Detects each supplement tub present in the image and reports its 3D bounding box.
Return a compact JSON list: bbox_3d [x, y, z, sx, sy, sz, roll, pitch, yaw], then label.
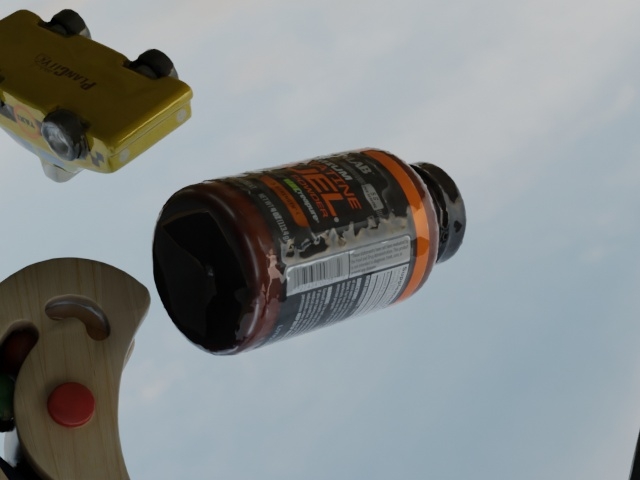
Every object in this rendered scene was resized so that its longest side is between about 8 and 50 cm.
[{"bbox_3d":[0.000,0.000,0.975,0.198,0.106,0.106,-15,-167,-42],"label":"supplement tub"}]

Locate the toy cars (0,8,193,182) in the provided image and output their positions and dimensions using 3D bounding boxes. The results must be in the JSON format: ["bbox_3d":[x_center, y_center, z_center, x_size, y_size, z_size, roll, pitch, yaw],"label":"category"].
[{"bbox_3d":[-0.278,-0.082,1.122,0.393,0.087,0.176,-4,-140,4],"label":"toy cars"}]

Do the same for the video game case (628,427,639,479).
[{"bbox_3d":[0.201,0.045,0.689,0.035,0.248,0.275,8,-106,29],"label":"video game case"}]

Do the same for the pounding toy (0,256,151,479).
[{"bbox_3d":[-0.177,0.116,1.005,0.154,0.269,0.155,-17,158,-25],"label":"pounding toy"}]
